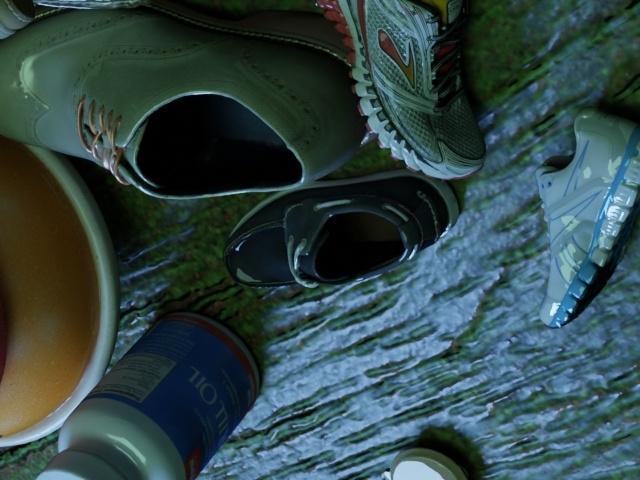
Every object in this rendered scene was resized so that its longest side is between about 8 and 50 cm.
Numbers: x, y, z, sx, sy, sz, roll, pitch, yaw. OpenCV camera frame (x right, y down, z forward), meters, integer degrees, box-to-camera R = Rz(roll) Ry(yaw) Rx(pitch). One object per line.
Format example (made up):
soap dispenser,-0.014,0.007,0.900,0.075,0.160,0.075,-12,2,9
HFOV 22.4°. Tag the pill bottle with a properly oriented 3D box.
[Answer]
pill bottle,-0.157,0.172,1.452,0.124,0.221,0.124,17,130,21

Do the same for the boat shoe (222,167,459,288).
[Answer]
boat shoe,0.000,0.000,1.328,0.233,0.079,0.084,-14,116,40

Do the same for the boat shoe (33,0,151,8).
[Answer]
boat shoe,-0.273,-0.226,1.240,0.324,0.096,0.116,13,141,-9

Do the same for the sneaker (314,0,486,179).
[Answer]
sneaker,0.067,-0.144,1.170,0.093,0.088,0.225,-12,115,36

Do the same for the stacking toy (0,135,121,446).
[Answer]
stacking toy,-0.423,0.085,1.346,0.351,0.480,0.350,8,110,24

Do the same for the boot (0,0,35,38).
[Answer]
boot,-0.185,-0.289,1.134,0.203,0.095,0.262,-15,87,6

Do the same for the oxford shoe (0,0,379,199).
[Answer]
oxford shoe,-0.145,-0.110,1.285,0.397,0.146,0.140,2,123,30

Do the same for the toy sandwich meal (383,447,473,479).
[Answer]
toy sandwich meal,0.100,0.215,1.460,0.086,0.029,0.085,13,124,20

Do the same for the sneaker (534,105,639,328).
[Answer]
sneaker,0.192,-0.020,1.207,0.083,0.071,0.190,31,125,18
